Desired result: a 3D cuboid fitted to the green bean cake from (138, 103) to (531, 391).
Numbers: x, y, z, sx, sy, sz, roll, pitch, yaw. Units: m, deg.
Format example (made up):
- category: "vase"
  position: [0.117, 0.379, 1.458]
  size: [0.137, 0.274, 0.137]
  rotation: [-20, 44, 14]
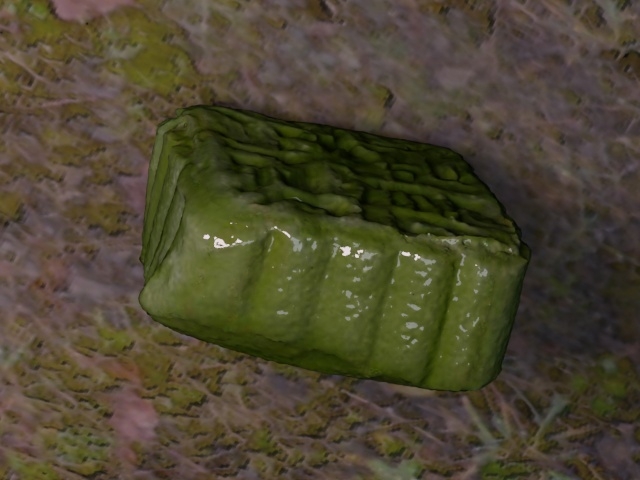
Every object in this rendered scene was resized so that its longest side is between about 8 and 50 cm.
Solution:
- category: "green bean cake"
  position: [0.000, 0.000, 1.259]
  size: [0.248, 0.222, 0.125]
  rotation: [5, 113, -14]
